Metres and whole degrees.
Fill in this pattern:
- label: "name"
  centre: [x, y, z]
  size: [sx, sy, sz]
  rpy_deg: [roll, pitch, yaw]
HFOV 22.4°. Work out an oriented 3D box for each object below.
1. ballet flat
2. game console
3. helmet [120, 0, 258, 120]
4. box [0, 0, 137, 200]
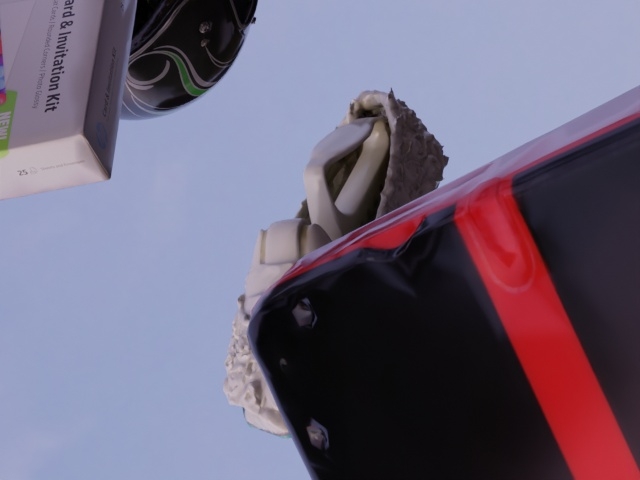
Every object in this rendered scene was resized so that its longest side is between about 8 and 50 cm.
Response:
- label: "ballet flat"
  centre: [0.000, 0.000, 1.544]
  size: [0.409, 0.147, 0.147]
  rpy_deg: [-62, -38, -41]
- label: "game console"
  centre: [0.150, 0.141, 0.503]
  size: [0.060, 0.342, 0.387]
  rpy_deg: [-23, -93, -37]
- label: "helmet"
  centre: [-0.133, -0.171, 1.208]
  size: [0.161, 0.169, 0.169]
  rpy_deg: [21, -105, -73]
- label: "box"
  centre: [-0.191, -0.078, 0.825]
  size: [0.038, 0.186, 0.145]
  rpy_deg: [66, -160, -48]
